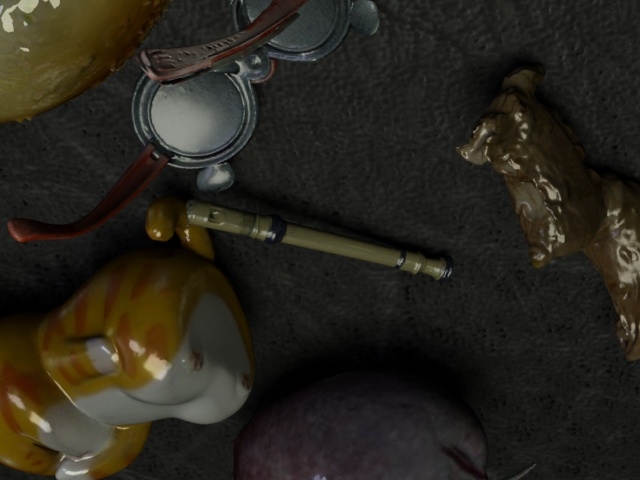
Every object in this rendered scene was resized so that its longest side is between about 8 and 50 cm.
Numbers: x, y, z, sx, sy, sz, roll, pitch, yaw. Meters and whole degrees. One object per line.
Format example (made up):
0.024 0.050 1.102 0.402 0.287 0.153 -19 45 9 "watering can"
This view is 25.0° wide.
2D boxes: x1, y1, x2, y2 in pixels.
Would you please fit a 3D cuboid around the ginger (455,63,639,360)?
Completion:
0.218 -0.014 1.158 0.084 0.122 0.290 -10 133 46 "ginger"

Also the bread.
-0.193 -0.211 0.937 0.159 0.305 0.305 14 128 -43 "bread"

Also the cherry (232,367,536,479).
0.048 0.217 1.263 0.266 0.183 0.213 12 115 12 "cherry"

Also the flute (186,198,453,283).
0.000 0.000 1.192 0.233 0.027 0.027 13 123 -17 "flute"

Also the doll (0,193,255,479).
-0.184 0.105 1.207 0.270 0.162 0.167 -30 144 13 "doll"

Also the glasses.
-0.088 -0.083 1.020 0.118 0.268 0.234 42 123 -9 "glasses"
